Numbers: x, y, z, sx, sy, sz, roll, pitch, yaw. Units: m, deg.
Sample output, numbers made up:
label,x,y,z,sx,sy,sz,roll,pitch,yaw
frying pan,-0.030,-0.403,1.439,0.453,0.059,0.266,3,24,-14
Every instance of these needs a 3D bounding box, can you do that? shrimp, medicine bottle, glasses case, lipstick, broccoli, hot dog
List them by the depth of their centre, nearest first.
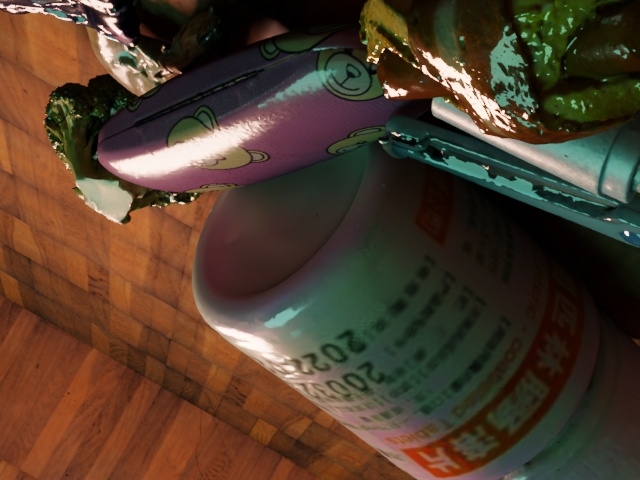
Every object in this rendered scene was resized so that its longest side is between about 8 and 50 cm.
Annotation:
label,x,y,z,sx,sy,sz,roll,pitch,yaw
hot dog,0.115,-0.104,1.026,0.261,0.093,0.123,-9,135,49
lipstick,0.203,-0.050,1.165,0.274,0.061,0.068,26,156,17
glasses case,-0.043,-0.091,1.341,0.123,0.076,0.316,10,163,-38
shrimp,-0.124,-0.160,1.451,0.145,0.059,0.254,35,166,3
medicine bottle,0.099,0.077,1.489,0.388,0.219,0.219,40,162,-31
broccoli,-0.177,-0.087,1.661,0.145,0.138,0.162,-16,127,25

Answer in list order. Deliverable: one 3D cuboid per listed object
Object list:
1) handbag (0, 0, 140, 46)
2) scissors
label,x,y,z,sx,sy,sz,roll,pitch,yaw
handbag,-0.181,-0.220,1.216,0.162,0.113,0.260,17,159,7
scissors,0.225,-0.007,1.251,0.392,0.032,0.180,21,166,1
